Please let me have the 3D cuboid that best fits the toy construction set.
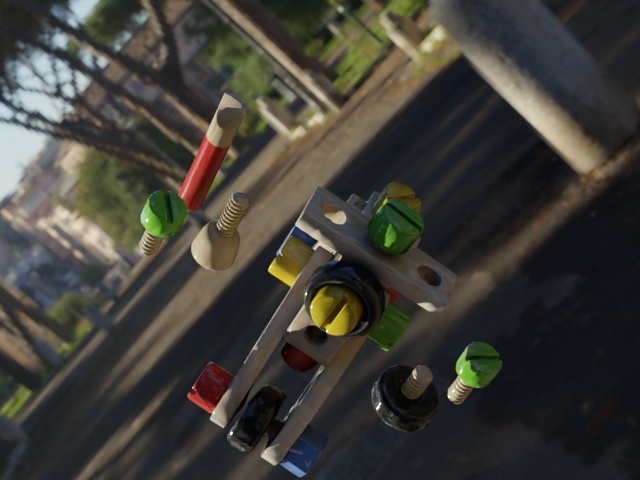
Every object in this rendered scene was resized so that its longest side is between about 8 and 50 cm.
[{"bbox_3d":[0.000,0.000,0.988,0.257,0.309,0.237,-24,-25,-41],"label":"toy construction set"}]
